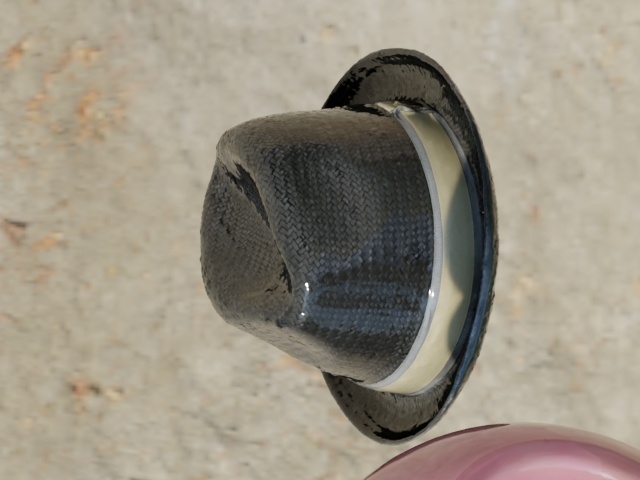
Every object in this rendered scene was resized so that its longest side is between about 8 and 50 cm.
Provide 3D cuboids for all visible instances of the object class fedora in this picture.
[{"bbox_3d":[0.000,0.000,1.440,0.152,0.334,0.334,4,87,-23],"label":"fedora"}]

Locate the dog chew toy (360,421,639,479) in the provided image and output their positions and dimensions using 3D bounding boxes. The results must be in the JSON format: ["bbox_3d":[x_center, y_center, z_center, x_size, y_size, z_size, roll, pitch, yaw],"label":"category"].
[{"bbox_3d":[0.069,0.230,0.788,0.206,0.206,0.332,-32,148,-36],"label":"dog chew toy"}]
